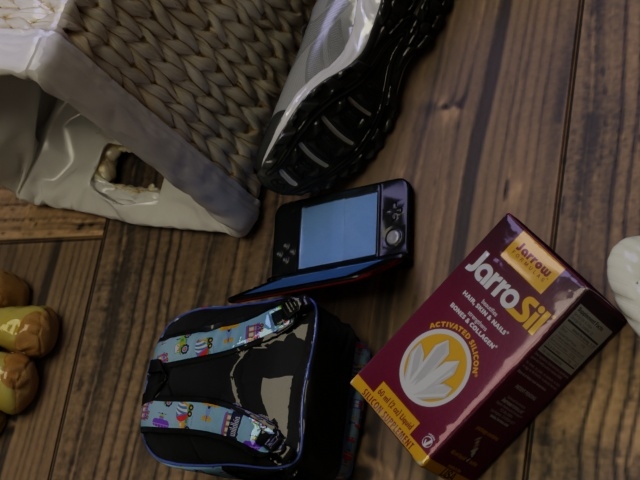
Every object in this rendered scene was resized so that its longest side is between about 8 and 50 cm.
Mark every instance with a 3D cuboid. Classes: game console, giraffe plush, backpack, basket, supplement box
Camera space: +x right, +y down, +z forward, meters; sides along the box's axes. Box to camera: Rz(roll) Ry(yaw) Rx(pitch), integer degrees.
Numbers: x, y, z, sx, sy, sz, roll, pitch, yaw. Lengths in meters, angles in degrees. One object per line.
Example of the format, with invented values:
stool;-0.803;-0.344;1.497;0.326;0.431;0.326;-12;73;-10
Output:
game console;0.000;0.000;1.224;0.144;0.085;0.124;-11;64;29
giraffe plush;-0.396;0.092;1.394;0.210;0.170;0.181;16;79;38
backpack;-0.062;0.132;1.185;0.173;0.117;0.158;-6;66;31
basket;-0.231;-0.197;1.314;0.328;0.331;0.266;8;72;36
supplement box;0.131;0.087;1.099;0.188;0.081;0.104;-48;51;6

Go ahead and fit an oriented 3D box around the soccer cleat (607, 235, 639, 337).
soccer cleat;0.265;0.067;1.020;0.068;0.076;0.196;-35;54;16

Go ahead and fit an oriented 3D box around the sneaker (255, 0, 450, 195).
sneaker;0.020;-0.160;1.286;0.108;0.100;0.272;19;75;48
